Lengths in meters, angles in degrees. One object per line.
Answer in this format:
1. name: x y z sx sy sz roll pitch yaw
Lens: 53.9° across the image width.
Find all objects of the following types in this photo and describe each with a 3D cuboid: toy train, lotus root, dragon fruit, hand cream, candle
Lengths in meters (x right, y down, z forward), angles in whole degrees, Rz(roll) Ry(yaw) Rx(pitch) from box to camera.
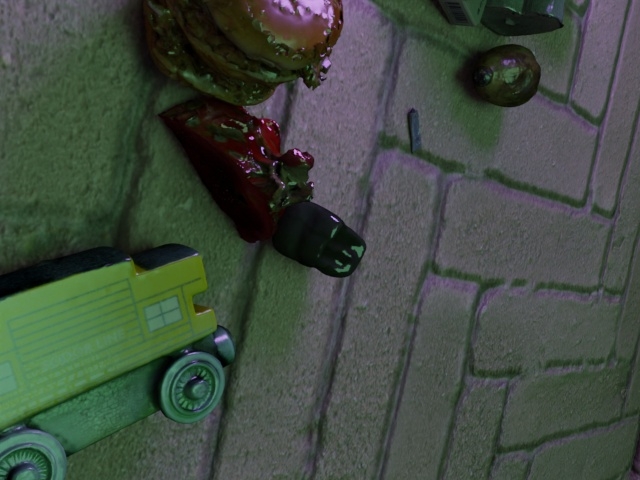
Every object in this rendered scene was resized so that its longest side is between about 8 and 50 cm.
1. toy train: -0.316 0.155 0.815 0.442 0.179 0.273 -21 106 -39
2. lotus root: 0.408 -0.369 1.406 0.214 0.138 0.139 -6 104 -40
3. dragon fruit: -0.087 -0.108 0.948 0.134 0.211 0.262 -44 133 -19
4. hand cream: 0.197 -0.230 1.312 0.030 0.019 0.093 -31 122 -33
5. candle: 0.431 -0.502 1.388 0.168 0.192 0.068 -23 125 -88

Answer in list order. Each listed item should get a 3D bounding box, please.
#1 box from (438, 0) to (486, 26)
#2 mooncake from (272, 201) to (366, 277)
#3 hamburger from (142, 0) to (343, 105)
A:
1. box: 0.271 -0.557 1.226 0.259 0.071 0.168 27 82 -60
2. mooncake: 0.000 0.000 1.078 0.175 0.168 0.104 28 81 -28
3. hamburger: -0.094 -0.307 0.859 0.260 0.211 0.245 51 55 -12
